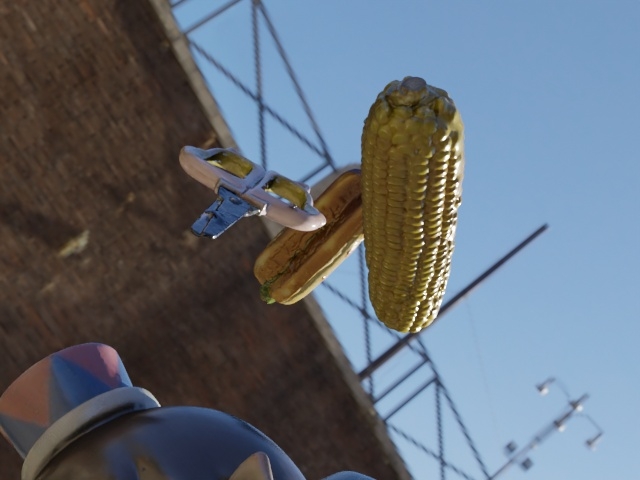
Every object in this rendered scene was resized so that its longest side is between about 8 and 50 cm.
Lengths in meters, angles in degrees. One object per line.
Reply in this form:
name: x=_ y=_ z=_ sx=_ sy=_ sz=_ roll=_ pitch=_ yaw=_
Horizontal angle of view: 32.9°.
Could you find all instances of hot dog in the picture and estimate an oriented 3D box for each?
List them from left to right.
hot dog: x=0.000 y=0.000 z=1.588 sx=0.104 sy=0.250 sz=0.076 roll=48 pitch=13 yaw=25

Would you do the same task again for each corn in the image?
corn: x=0.107 y=-0.033 z=1.268 sx=0.120 sy=0.120 sz=0.363 roll=39 pitch=-32 yaw=36

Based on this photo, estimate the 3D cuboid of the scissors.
scissors: x=-0.073 y=-0.039 z=0.999 sx=0.160 sy=0.024 sz=0.317 roll=27 pitch=14 yaw=0

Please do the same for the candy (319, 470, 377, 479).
candy: x=0.023 y=0.338 z=1.337 sx=0.138 sy=0.174 sz=0.071 roll=15 pitch=-75 yaw=38

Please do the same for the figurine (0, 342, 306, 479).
figurine: x=-0.060 y=0.160 z=0.453 sx=0.275 sy=0.158 sz=0.161 roll=46 pitch=-51 yaw=50
